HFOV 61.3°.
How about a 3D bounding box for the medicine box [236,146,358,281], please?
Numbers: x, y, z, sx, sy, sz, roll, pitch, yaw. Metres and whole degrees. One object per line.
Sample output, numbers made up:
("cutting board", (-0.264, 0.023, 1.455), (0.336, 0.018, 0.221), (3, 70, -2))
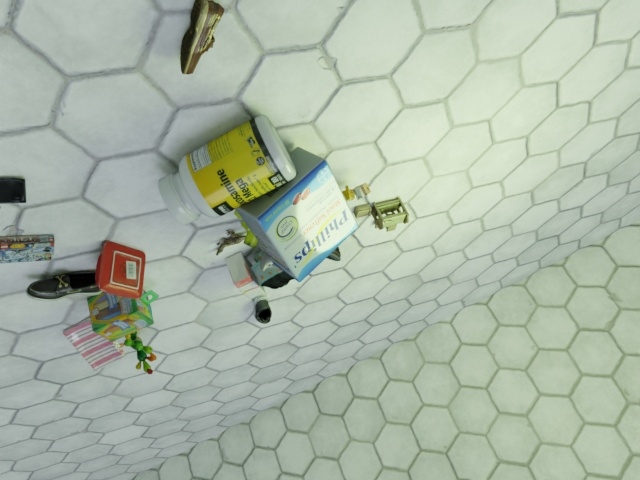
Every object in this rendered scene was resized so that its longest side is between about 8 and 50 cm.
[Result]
("medicine box", (-0.065, -0.074, 1.590), (0.263, 0.149, 0.289), (-43, 133, -14))

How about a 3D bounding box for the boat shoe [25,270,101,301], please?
("boat shoe", (-0.782, 0.133, 1.672), (0.228, 0.081, 0.068), (-4, 142, -42))

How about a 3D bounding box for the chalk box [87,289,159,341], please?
("chalk box", (-0.663, 0.235, 1.857), (0.213, 0.132, 0.132), (-23, 150, -1))

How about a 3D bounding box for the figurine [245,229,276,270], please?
("figurine", (-0.126, -0.003, 1.774), (0.215, 0.209, 0.092), (-16, 149, -12))

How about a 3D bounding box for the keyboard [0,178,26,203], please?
("keyboard", (-0.819, -0.112, 1.314), (0.180, 0.023, 0.108), (-4, 138, -29))

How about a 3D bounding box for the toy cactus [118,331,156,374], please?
("toy cactus", (-0.714, 0.410, 2.083), (0.112, 0.219, 0.180), (-35, -167, -20))

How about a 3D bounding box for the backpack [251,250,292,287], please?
("backpack", (-0.160, 0.094, 1.958), (0.166, 0.144, 0.188), (-30, 172, 14))

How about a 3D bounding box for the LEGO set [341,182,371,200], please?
("LEGO set", (0.084, -0.109, 1.850), (0.107, 0.132, 0.287), (-5, 138, -45))

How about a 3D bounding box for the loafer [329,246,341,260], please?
("loafer", (0.000, 0.000, 1.982), (0.109, 0.095, 0.302), (12, 170, 34))

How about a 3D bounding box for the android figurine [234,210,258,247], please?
("android figurine", (-0.142, -0.106, 1.650), (0.248, 0.056, 0.272), (7, 106, -43))

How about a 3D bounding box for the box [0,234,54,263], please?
("box", (-0.824, 0.024, 1.517), (0.137, 0.027, 0.094), (-3, 146, -31))

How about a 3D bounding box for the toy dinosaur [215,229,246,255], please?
("toy dinosaur", (-0.287, -0.004, 1.838), (0.183, 0.053, 0.092), (-20, 166, 8))

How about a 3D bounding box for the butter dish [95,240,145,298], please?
("butter dish", (-0.639, 0.101, 1.677), (0.118, 0.160, 0.160), (-14, 157, 32))

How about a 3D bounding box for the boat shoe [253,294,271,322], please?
("boat shoe", (-0.242, 0.317, 2.332), (0.080, 0.076, 0.228), (-15, 148, -15))

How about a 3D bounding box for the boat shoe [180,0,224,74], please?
("boat shoe", (-0.255, -0.429, 1.158), (0.060, 0.064, 0.178), (2, 139, -33))

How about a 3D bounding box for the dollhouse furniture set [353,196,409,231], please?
("dollhouse furniture set", (0.219, -0.060, 2.028), (0.182, 0.101, 0.161), (-14, 148, -16))

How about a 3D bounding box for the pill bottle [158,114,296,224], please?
("pill bottle", (-0.249, -0.177, 1.436), (0.334, 0.188, 0.188), (-27, 150, 6))

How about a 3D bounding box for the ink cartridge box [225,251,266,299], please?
("ink cartridge box", (-0.271, 0.140, 1.992), (0.067, 0.115, 0.198), (-26, 149, 2))

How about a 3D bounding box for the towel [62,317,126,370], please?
("towel", (-0.822, 0.380, 1.966), (0.144, 0.029, 0.197), (-26, 110, 10))
